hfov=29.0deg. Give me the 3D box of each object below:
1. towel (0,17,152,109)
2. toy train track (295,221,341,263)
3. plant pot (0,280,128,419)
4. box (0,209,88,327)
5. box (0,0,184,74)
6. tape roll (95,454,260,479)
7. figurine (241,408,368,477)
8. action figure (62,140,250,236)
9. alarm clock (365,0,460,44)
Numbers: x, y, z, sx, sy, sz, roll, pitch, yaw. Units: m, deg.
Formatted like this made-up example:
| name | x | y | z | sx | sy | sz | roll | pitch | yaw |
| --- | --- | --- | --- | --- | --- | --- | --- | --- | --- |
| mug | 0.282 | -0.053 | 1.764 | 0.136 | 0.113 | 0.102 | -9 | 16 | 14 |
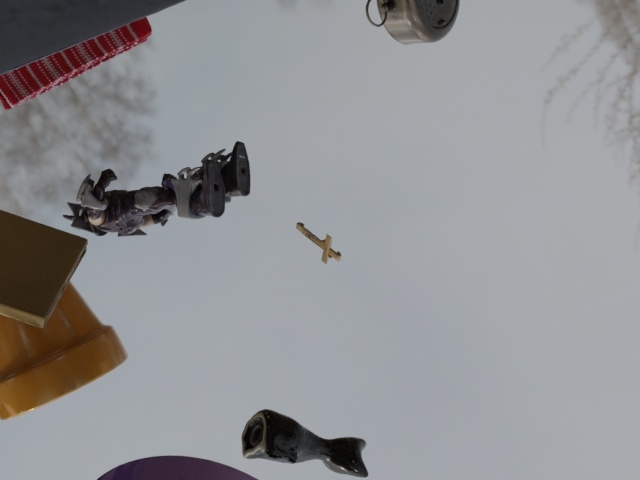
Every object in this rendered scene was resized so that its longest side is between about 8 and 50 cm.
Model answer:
| name | x | y | z | sx | sy | sz | roll | pitch | yaw |
| --- | --- | --- | --- | --- | --- | --- | --- | --- | --- |
| towel | -0.416 | -0.349 | 1.934 | 0.275 | 0.199 | 0.031 | -33 | -161 | -24 |
| toy train track | 0.000 | 0.000 | 1.673 | 0.083 | 0.048 | 0.014 | 38 | -134 | 28 |
| plant pot | -0.413 | 0.132 | 1.801 | 0.205 | 0.188 | 0.205 | -25 | -175 | 2 |
| box | -0.398 | 0.019 | 1.480 | 0.164 | 0.201 | 0.021 | -74 | -176 | -54 |
| box | -0.295 | -0.304 | 1.229 | 0.294 | 0.182 | 0.296 | -24 | -150 | -6 |
| tape roll | -0.140 | 0.357 | 1.285 | 0.275 | 0.275 | 0.090 | -22 | -157 | 23 |
| figurine | -0.009 | 0.383 | 1.926 | 0.092 | 0.209 | 0.215 | -47 | -143 | 43 |
| action figure | -0.235 | -0.060 | 1.732 | 0.285 | 0.099 | 0.185 | -12 | -179 | 32 |
| alarm clock | 0.121 | -0.317 | 1.618 | 0.064 | 0.129 | 0.192 | 5 | -154 | 42 |
